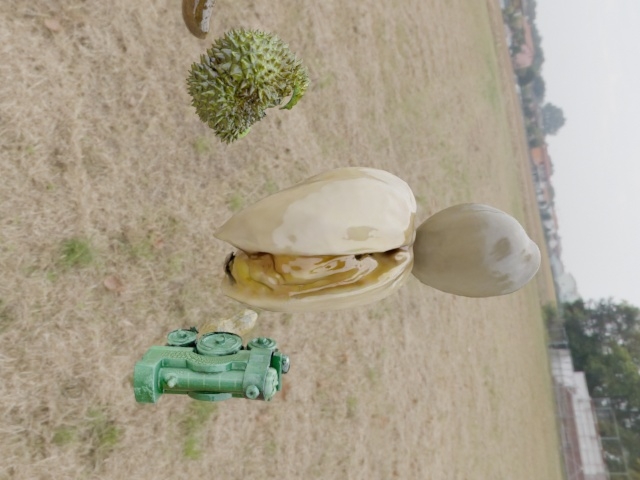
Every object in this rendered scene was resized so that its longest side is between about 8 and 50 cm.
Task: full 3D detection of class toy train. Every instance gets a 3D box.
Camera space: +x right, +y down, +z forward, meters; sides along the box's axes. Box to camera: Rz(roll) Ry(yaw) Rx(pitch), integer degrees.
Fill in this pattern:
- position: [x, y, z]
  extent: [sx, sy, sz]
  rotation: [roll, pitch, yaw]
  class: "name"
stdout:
- position: [-0.128, 0.156, 0.615]
  extent: [0.104, 0.177, 0.071]
  rotation: [-69, 161, -78]
  class: "toy train"

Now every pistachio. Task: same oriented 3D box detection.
- position: [0.174, 0.013, 0.590]
  extent: [0.113, 0.149, 0.113]
  rotation: [39, 44, -51]
  class: "pistachio"
- position: [0.000, 0.000, 0.549]
  extent: [0.157, 0.229, 0.158]
  rotation: [168, -90, -76]
  class: "pistachio"

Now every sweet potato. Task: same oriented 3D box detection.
- position: [-0.201, -0.583, 1.026]
  extent: [0.114, 0.341, 0.092]
  rotation: [39, 26, -6]
  class: "sweet potato"

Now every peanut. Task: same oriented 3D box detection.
- position: [-0.253, 0.239, 1.383]
  extent: [0.080, 0.174, 0.080]
  rotation: [156, -90, -81]
  class: "peanut"

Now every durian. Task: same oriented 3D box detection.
- position: [-0.143, -0.294, 0.942]
  extent: [0.176, 0.236, 0.200]
  rotation: [37, 53, -46]
  class: "durian"
